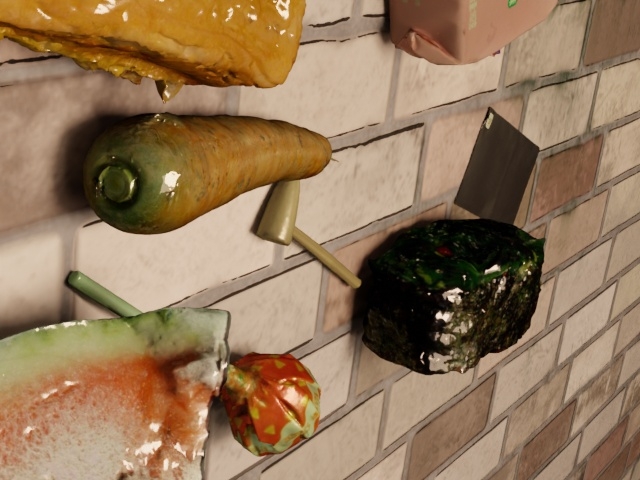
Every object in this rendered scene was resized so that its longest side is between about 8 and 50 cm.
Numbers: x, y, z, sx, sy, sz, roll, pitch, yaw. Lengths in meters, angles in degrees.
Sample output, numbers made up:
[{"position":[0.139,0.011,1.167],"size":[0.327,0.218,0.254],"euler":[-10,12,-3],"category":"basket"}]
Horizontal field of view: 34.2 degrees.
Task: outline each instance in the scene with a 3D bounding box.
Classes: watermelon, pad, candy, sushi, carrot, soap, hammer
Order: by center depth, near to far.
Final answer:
[{"position":[-0.155,0.181,0.576],"size":[0.289,0.214,0.320],"euler":[20,102,-58],"category":"watermelon"},{"position":[-0.057,-0.058,0.748],"size":[0.298,0.078,0.078],"euler":[-16,121,-61],"category":"carrot"},{"position":[-0.094,0.090,0.784],"size":[0.084,0.078,0.288],"euler":[-35,139,12],"category":"candy"},{"position":[0.134,-0.296,0.873],"size":[0.218,0.098,0.273],"euler":[-38,137,-39],"category":"soap"},{"position":[0.000,0.000,0.914],"size":[0.195,0.028,0.060],"euler":[42,63,-61],"category":"hammer"},{"position":[0.138,0.047,1.057],"size":[0.225,0.124,0.127],"euler":[-15,120,-48],"category":"sushi"},{"position":[0.211,-0.078,1.221],"size":[0.193,0.004,0.116],"euler":[20,90,-60],"category":"pad"}]

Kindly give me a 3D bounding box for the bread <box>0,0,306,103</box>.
[{"position":[-0.135,-0.177,0.509],"size":[0.380,0.109,0.185],"euler":[7,106,-58],"category":"bread"}]
